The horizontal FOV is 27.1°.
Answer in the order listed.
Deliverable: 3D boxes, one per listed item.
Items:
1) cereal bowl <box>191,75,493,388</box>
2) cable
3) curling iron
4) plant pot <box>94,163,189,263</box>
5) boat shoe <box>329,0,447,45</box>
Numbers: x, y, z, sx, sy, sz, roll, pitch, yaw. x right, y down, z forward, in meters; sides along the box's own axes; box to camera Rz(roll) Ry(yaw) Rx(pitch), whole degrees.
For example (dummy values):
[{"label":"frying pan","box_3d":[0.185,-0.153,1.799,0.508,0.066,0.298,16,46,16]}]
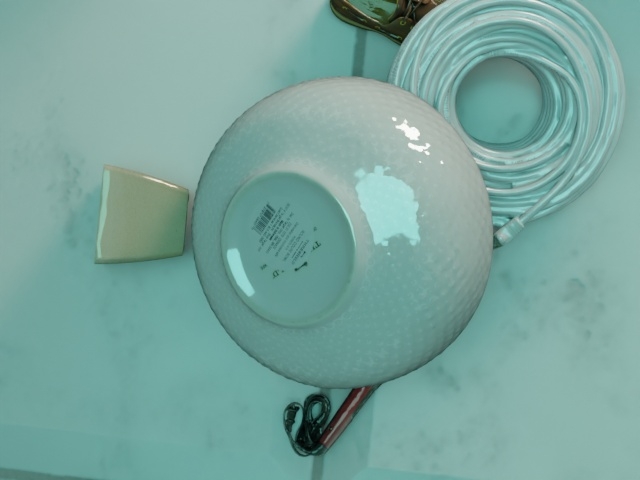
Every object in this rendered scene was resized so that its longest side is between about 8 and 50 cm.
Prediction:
[{"label":"cereal bowl","box_3d":[0.000,0.000,1.385,0.339,0.141,0.339,6,102,28]},{"label":"cable","box_3d":[0.197,-0.145,1.432,0.257,0.089,0.257,-30,98,6]},{"label":"curling iron","box_3d":[0.056,0.133,1.488,0.068,0.035,0.274,42,94,5]},{"label":"plant pot","box_3d":[-0.198,-0.024,1.490,0.096,0.109,0.109,6,89,-7]},{"label":"boat shoe","box_3d":[0.093,-0.251,1.479,0.178,0.060,0.064,18,91,6]}]
